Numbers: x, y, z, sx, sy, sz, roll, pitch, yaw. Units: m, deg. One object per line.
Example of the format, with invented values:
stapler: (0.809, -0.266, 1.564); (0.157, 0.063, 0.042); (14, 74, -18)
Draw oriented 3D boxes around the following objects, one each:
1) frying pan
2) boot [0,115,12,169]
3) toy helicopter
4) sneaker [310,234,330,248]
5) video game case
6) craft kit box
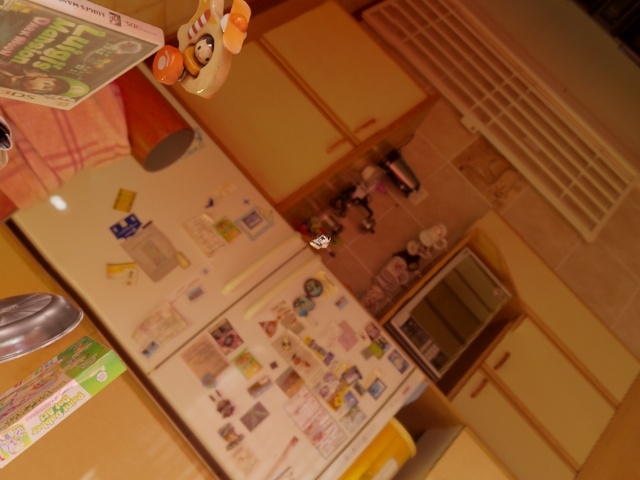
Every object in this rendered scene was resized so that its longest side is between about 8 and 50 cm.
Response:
frying pan: (-0.473, 0.109, 0.775); (0.197, 0.053, 0.326); (-14, -162, -22)
boot: (-0.772, -0.228, 1.175); (0.095, 0.123, 0.258); (-59, 170, -26)
toy helicopter: (-0.240, -0.503, 1.132); (0.235, 0.355, 0.140); (5, 178, 42)
sneaker: (0.000, 0.000, 1.392); (0.037, 0.032, 0.083); (-58, 163, 17)
video game case: (-0.274, -0.176, 0.469); (0.190, 0.022, 0.173); (-13, 173, 37)
craft kit box: (-0.529, 0.296, 0.989); (0.250, 0.061, 0.246); (-40, -157, -30)
